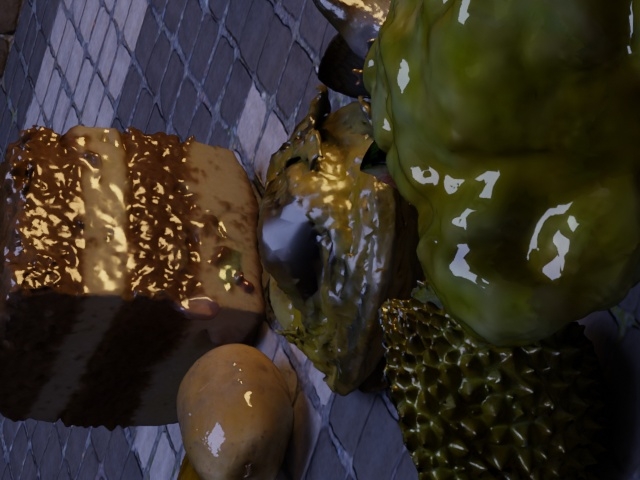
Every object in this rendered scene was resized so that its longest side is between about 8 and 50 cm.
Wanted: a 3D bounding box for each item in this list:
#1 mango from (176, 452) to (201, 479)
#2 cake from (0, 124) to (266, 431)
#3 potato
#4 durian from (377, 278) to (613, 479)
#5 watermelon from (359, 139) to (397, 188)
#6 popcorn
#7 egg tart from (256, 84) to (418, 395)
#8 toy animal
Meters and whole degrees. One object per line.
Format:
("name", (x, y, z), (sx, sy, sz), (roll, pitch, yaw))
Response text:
("mango", (-0.109, 0.274, 2.004), (0.115, 0.089, 0.165), (137, 143, -70))
("cake", (-0.233, 0.048, 2.139), (0.282, 0.290, 0.255), (124, 150, -45))
("potato", (-0.083, 0.176, 1.949), (0.178, 0.109, 0.118), (-109, 37, -50))
("durian", (0.142, 0.134, 1.407), (0.193, 0.138, 0.237), (-95, -16, -53))
("watermelon", (0.115, -0.062, 1.654), (0.135, 0.125, 0.094), (33, 142, 48))
("popcorn", (0.145, -0.123, 1.294), (0.294, 0.292, 0.334), (12, 120, 34))
("egg tart", (0.000, 0.000, 1.792), (0.297, 0.132, 0.297), (-179, 90, -79))
("toy animal", (0.043, -0.204, 1.742), (0.272, 0.197, 0.160), (-59, 32, 31))
